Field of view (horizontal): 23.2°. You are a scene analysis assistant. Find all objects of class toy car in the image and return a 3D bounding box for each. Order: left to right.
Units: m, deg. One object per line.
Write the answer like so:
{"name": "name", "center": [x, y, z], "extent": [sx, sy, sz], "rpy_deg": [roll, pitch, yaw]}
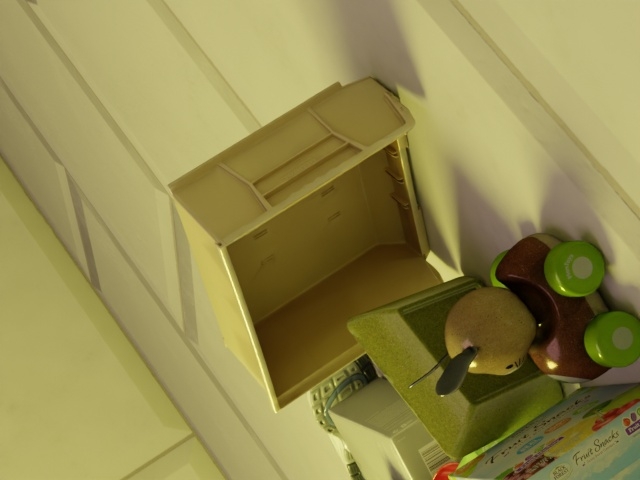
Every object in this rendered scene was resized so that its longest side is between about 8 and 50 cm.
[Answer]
{"name": "toy car", "center": [0.174, 0.096, 1.448], "extent": [0.149, 0.188, 0.155], "rpy_deg": [60, 164, -5]}

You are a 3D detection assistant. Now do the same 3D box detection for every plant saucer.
{"name": "plant saucer", "center": [0.152, 0.117, 1.625], "extent": [0.188, 0.188, 0.045], "rpy_deg": [51, 135, 22]}

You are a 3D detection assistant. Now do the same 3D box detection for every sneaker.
{"name": "sneaker", "center": [0.028, 0.242, 2.313], "extent": [0.129, 0.111, 0.297], "rpy_deg": [48, 161, 49]}

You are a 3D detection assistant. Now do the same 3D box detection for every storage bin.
{"name": "storage bin", "center": [0.000, 0.000, 1.657], "extent": [0.123, 0.260, 0.262], "rpy_deg": [43, 158, 41]}

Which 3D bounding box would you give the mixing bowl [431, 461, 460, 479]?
{"name": "mixing bowl", "center": [0.216, 0.358, 1.921], "extent": [0.181, 0.098, 0.181], "rpy_deg": [17, 109, 63]}

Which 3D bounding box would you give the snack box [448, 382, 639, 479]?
{"name": "snack box", "center": [0.238, 0.209, 1.496], "extent": [0.070, 0.174, 0.207], "rpy_deg": [59, 163, 0]}

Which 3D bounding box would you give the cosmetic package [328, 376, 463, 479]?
{"name": "cosmetic package", "center": [0.114, 0.275, 2.124], "extent": [0.127, 0.107, 0.238], "rpy_deg": [62, 166, -15]}

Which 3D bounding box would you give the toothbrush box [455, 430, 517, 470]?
{"name": "toothbrush box", "center": [0.276, 0.334, 1.713], "extent": [0.283, 0.122, 0.206], "rpy_deg": [52, 162, 16]}
